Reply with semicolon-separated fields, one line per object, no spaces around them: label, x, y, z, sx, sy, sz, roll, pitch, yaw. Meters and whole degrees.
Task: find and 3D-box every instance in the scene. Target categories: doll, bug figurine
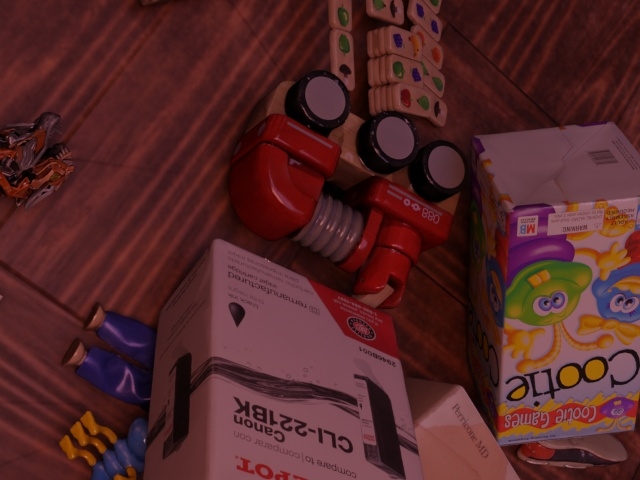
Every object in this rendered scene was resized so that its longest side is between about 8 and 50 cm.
doll;-0.138;0.127;0.887;0.189;0.046;0.129;33;70;-18
bug figurine;-0.152;0.289;0.784;0.216;0.279;0.072;-43;151;14

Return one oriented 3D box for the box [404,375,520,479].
box;0.032;0.280;0.910;0.311;0.121;0.148;-38;101;-21

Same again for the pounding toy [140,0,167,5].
pounding toy;-0.103;-0.342;0.917;0.206;0.094;0.181;-22;90;-33

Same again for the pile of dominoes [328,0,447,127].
pile of dominoes;0.083;-0.249;0.971;0.196;0.040;0.251;3;83;-50

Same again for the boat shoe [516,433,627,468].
boat shoe;0.285;0.236;1.069;0.137;0.049;0.043;12;124;-25

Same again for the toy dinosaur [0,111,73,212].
toy dinosaur;-0.367;-0.071;0.753;0.322;0.164;0.219;-22;113;-45

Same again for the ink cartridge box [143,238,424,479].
ink cartridge box;-0.031;0.153;0.774;0.197;0.114;0.273;25;32;-23

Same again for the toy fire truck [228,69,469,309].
toy fire truck;0.000;0.000;0.918;0.217;0.158;0.246;27;66;-20

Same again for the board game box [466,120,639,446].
board game box;0.225;0.045;0.915;0.142;0.144;0.275;-7;123;-2

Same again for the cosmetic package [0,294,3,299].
cosmetic package;-0.324;0.081;0.801;0.041;0.060;0.115;41;73;-18
